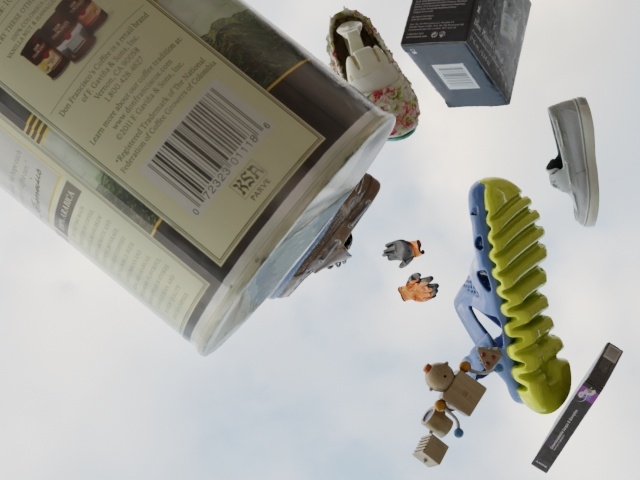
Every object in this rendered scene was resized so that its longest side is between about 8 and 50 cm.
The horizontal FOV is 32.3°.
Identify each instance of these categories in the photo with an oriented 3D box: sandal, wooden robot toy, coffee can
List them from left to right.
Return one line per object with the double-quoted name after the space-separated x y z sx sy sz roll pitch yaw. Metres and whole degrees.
-0.119 -0.086 0.726 0.275 0.201 0.201 39 -125 4 "coffee can"
0.149 0.182 1.337 0.079 0.076 0.173 37 -103 -10 "wooden robot toy"
0.230 0.075 1.460 0.126 0.138 0.318 -13 -85 -48 "sandal"

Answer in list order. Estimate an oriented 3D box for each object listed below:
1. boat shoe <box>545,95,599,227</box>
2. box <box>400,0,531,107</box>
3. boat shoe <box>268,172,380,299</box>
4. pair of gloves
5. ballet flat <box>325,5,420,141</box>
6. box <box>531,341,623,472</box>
0.410 -0.125 1.818 0.081 0.228 0.079 -9 -156 5 "boat shoe"
0.188 -0.275 1.398 0.156 0.093 0.158 39 -120 -52 "box"
0.000 0.000 1.083 0.066 0.183 0.066 14 -134 -22 "boat shoe"
0.109 0.037 1.345 0.010 0.074 0.083 -28 -82 -34 "pair of gloves"
0.048 -0.196 1.258 0.091 0.077 0.241 -21 -144 -3 "ballet flat"
0.345 0.225 1.486 0.029 0.162 0.116 33 -146 13 "box"
